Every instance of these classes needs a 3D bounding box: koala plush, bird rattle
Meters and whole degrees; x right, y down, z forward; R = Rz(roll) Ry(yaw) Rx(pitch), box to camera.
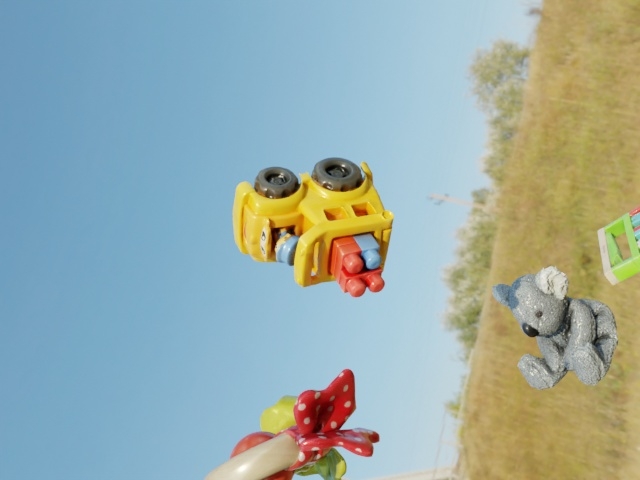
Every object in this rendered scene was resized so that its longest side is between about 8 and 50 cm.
[{"bbox_3d":[0.456,0.149,1.389,0.203,0.221,0.196,-51,10,-30],"label":"koala plush"},{"bbox_3d":[-0.037,0.262,0.832,0.206,0.143,0.253,-24,-10,-13],"label":"bird rattle"}]

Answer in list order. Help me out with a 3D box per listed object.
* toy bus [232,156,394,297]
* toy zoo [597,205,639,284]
[{"bbox_3d":[0.000,0.000,1.026,0.220,0.211,0.150,-9,-46,-18],"label":"toy bus"},{"bbox_3d":[0.642,-0.044,1.258,0.293,0.030,0.192,-36,11,28],"label":"toy zoo"}]
